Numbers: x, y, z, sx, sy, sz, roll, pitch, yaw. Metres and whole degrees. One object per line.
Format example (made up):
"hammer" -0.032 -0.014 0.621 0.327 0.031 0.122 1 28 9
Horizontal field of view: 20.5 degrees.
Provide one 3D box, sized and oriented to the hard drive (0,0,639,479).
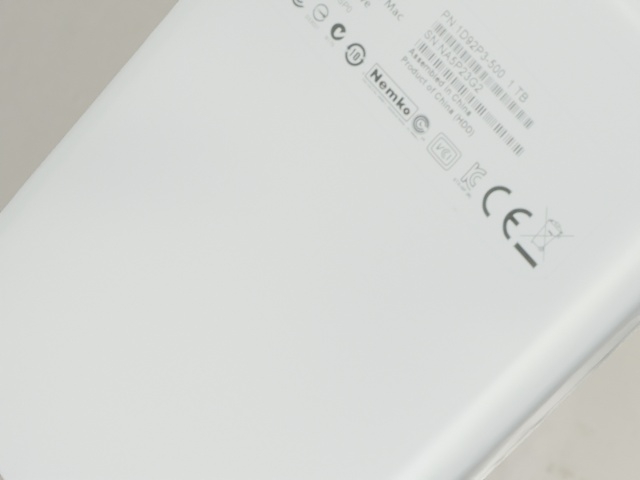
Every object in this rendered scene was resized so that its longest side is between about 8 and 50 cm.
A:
"hard drive" 0.000 0.000 0.634 0.307 0.203 0.040 -47 -22 18
